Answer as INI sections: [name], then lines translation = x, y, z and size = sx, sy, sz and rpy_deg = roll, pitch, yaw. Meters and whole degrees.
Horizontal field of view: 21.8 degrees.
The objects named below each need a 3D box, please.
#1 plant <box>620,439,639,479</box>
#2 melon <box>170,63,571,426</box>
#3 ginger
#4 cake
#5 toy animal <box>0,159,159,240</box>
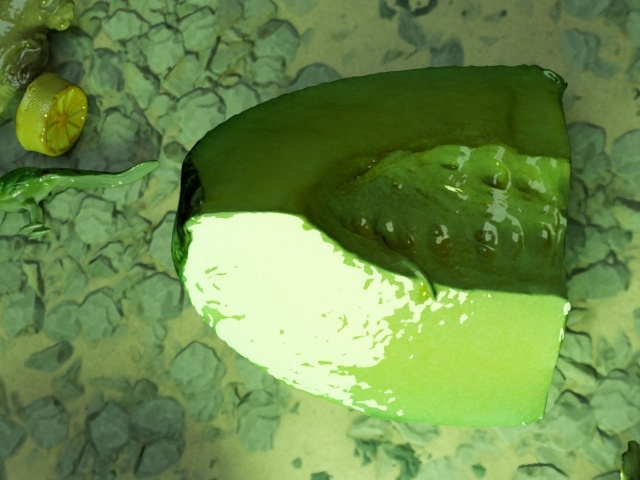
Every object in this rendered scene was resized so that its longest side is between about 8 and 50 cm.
[plant]
translation = 0.269, 0.308, 1.365
size = 0.261, 0.297, 0.306
rpy_deg = 42, 45, 1
[melon]
translation = 0.049, -0.012, 1.430
size = 0.344, 0.226, 0.331
rpy_deg = 7, 89, -3
[ginger]
translation = -0.347, -0.186, 1.732
size = 0.137, 0.074, 0.213
rpy_deg = 32, 82, 40
[cake]
translation = -0.274, -0.127, 1.689
size = 0.044, 0.084, 0.084
rpy_deg = 21, 82, 19
[toy animal]
translation = -0.269, -0.041, 1.686
size = 0.217, 0.041, 0.075
rpy_deg = -3, 72, 12
